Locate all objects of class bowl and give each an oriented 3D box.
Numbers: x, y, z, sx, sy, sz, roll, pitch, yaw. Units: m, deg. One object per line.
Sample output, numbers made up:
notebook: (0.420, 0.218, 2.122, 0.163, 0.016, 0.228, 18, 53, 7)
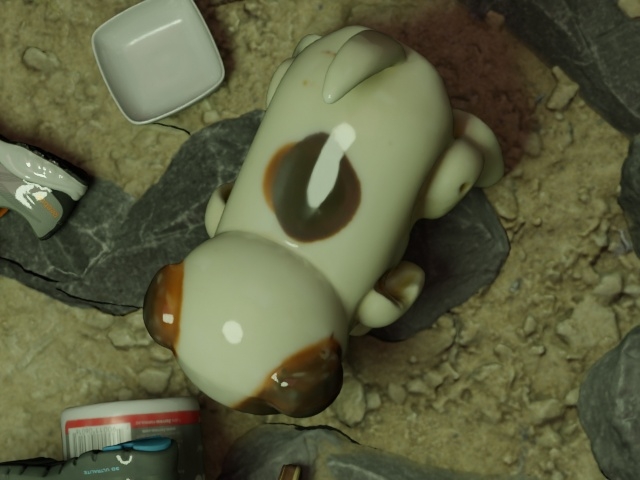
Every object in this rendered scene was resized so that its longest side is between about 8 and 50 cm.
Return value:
bowl: (-0.193, -0.218, 1.799, 0.142, 0.053, 0.142, -26, 81, 3)

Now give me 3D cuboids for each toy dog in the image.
toy dog: (0.000, 0.000, 1.588, 0.284, 0.395, 0.408, 31, 80, 1)

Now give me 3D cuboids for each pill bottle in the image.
pill bottle: (-0.207, 0.325, 1.684, 0.161, 0.161, 0.283, -6, 83, 7)

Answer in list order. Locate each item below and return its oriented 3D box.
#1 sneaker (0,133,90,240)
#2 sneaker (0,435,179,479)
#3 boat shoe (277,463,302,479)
sneaker: (-0.419, -0.092, 1.794, 0.271, 0.100, 0.108, 27, 93, 10)
sneaker: (-0.290, 0.297, 1.571, 0.340, 0.125, 0.140, -13, 85, 35)
boat shoe: (-0.070, 0.340, 1.713, 0.060, 0.064, 0.178, 21, 89, 7)
